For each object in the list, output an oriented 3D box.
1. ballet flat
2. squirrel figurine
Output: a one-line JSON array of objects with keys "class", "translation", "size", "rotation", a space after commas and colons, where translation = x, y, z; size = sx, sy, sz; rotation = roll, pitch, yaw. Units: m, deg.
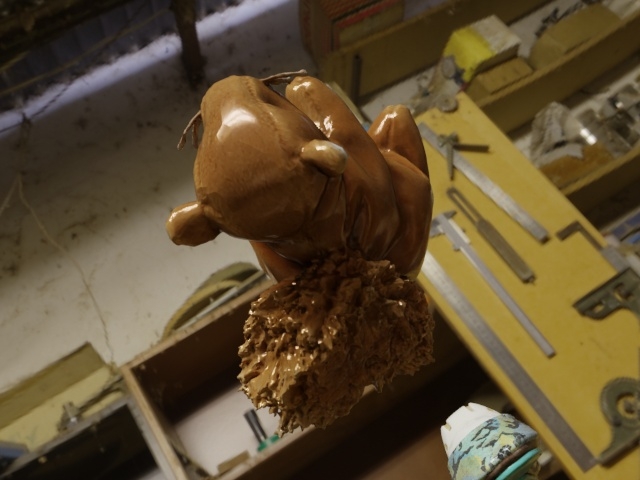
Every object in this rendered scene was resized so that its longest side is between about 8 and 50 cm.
[{"class": "ballet flat", "translation": [0.110, 0.145, 0.464], "size": [0.070, 0.070, 0.188], "rotation": [-35, -30, -3]}, {"class": "squirrel figurine", "translation": [0.000, 0.000, 0.767], "size": [0.280, 0.397, 0.370], "rotation": [-18, -12, 11]}]
